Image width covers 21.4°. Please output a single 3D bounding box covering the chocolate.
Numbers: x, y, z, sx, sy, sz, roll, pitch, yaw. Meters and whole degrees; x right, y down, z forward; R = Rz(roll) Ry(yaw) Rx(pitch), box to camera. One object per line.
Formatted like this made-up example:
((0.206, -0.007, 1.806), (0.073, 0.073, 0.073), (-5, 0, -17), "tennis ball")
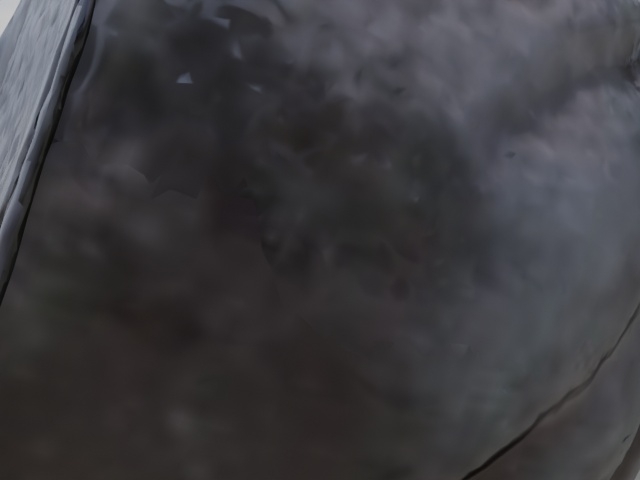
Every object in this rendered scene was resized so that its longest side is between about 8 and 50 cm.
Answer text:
((0.000, 0.000, 0.480), (0.213, 0.303, 0.303), (19, -3, -16), "chocolate")
